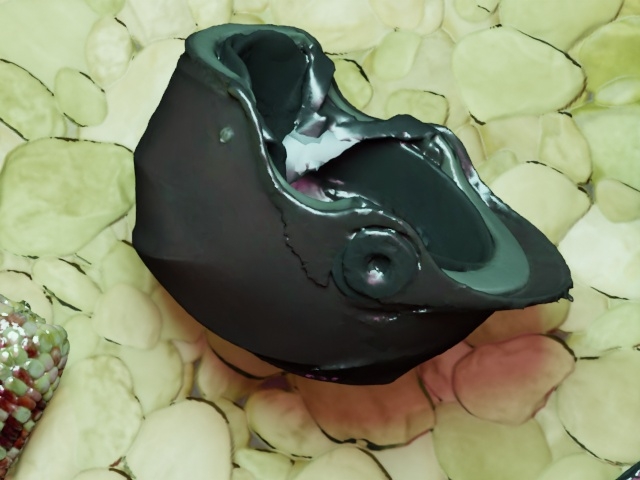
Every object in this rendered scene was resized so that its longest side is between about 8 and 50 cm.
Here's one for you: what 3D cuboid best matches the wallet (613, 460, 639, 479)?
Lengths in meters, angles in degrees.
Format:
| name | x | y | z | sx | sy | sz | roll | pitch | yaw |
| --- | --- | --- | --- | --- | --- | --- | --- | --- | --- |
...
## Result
| name | x | y | z | sx | sy | sz | roll | pitch | yaw |
| --- | --- | --- | --- | --- | --- | --- | --- | --- | --- |
| wallet | 0.268 | 0.209 | 1.206 | 0.244 | 0.025 | 0.124 | -36 | 87 | -9 |

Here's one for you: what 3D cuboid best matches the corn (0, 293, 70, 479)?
| name | x | y | z | sx | sy | sz | roll | pitch | yaw |
| --- | --- | --- | --- | --- | --- | --- | --- | --- | --- |
| corn | -0.259 | 0.155 | 1.140 | 0.086 | 0.086 | 0.253 | 30 | 82 | -1 |

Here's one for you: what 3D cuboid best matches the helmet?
| name | x | y | z | sx | sy | sz | roll | pitch | yaw |
| --- | --- | --- | --- | --- | --- | --- | --- | --- | --- |
| helmet | 0.000 | 0.000 | 1.121 | 0.305 | 0.225 | 0.177 | 40 | 110 | 2 |
